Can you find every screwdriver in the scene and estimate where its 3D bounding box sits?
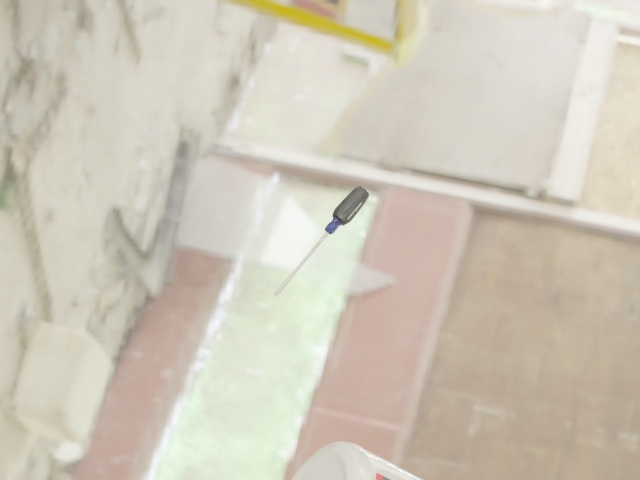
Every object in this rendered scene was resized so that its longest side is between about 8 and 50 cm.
[{"bbox_3d":[0.000,0.000,1.682,0.170,0.024,0.025,-49,167,-26],"label":"screwdriver"}]

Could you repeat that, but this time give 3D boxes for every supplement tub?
[{"bbox_3d":[0.093,0.399,1.965,0.191,0.272,0.191,-43,-150,32],"label":"supplement tub"}]
